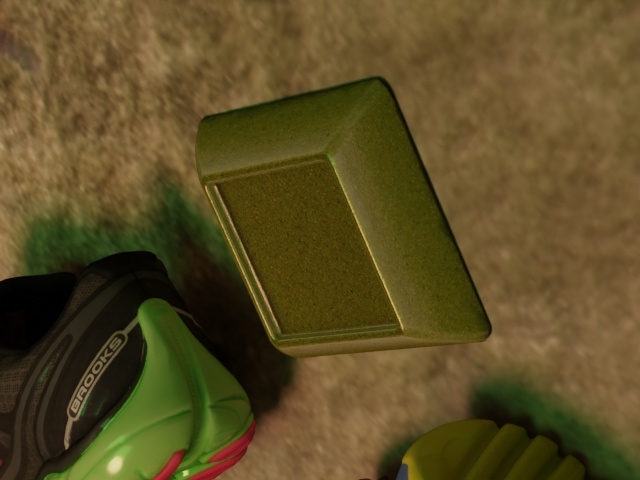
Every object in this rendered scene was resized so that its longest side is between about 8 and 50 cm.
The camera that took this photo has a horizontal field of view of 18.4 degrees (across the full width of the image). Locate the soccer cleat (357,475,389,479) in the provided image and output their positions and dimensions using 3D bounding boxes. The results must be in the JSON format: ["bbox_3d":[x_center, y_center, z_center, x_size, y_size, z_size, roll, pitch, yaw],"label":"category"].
[{"bbox_3d":[0.038,0.277,1.276,0.116,0.143,0.331,49,-173,-28],"label":"soccer cleat"}]

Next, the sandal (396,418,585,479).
[{"bbox_3d":[0.165,0.250,1.266,0.317,0.126,0.138,46,146,14],"label":"sandal"}]

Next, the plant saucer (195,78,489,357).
[{"bbox_3d":[0.000,0.000,1.308,0.188,0.045,0.188,-9,110,47],"label":"plant saucer"}]

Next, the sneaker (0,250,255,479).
[{"bbox_3d":[-0.219,0.135,1.553,0.483,0.185,0.202,-29,77,47],"label":"sneaker"}]
